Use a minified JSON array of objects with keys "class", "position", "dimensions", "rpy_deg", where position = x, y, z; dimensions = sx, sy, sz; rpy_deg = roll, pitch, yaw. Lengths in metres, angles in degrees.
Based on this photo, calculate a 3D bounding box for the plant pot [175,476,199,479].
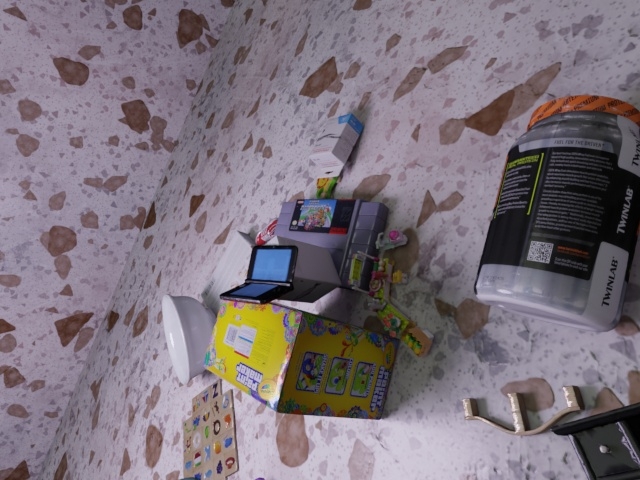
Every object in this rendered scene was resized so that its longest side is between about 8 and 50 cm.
[{"class":"plant pot","position":[-0.449,0.817,1.139],"dimensions":[0.290,0.196,0.289],"rpy_deg":[-22,60,43]}]

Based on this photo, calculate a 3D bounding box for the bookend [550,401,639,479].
[{"class":"bookend","position":[0.406,0.290,0.516],"dimensions":[0.157,0.072,0.156],"rpy_deg":[-37,47,33]}]

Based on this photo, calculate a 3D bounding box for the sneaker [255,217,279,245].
[{"class":"sneaker","position":[-0.166,-0.014,1.360],"dimensions":[0.118,0.042,0.067],"rpy_deg":[-48,39,19]}]

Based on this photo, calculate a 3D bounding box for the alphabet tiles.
[{"class":"alphabet tiles","position":[-0.341,0.617,1.274],"dimensions":[0.285,0.011,0.342],"rpy_deg":[-41,45,28]}]

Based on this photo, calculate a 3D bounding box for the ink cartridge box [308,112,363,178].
[{"class":"ink cartridge box","position":[0.037,-0.270,1.206],"dimensions":[0.104,0.060,0.180],"rpy_deg":[3,61,49]}]

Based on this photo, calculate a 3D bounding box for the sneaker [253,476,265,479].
[{"class":"sneaker","position":[-0.124,0.623,0.949],"dimensions":[0.282,0.102,0.160],"rpy_deg":[-31,47,37]}]

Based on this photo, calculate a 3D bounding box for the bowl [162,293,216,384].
[{"class":"bowl","position":[-0.415,0.305,1.376],"dimensions":[0.298,0.134,0.297],"rpy_deg":[26,122,53]}]

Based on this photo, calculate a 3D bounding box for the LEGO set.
[{"class":"LEGO set","position":[0.134,0.112,0.894],"dimensions":[0.132,0.107,0.286],"rpy_deg":[-33,49,36]}]

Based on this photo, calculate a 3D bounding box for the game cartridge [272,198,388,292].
[{"class":"game cartridge","position":[0.000,0.000,1.117],"dimensions":[0.355,0.068,0.229],"rpy_deg":[5,80,43]}]

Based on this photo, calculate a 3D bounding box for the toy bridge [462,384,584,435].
[{"class":"toy bridge","position":[0.315,0.275,0.667],"dimensions":[0.188,0.026,0.063],"rpy_deg":[-28,54,39]}]

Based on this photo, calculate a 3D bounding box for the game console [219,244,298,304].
[{"class":"game console","position":[-0.127,0.067,0.856],"dimensions":[0.144,0.124,0.085],"rpy_deg":[-2,105,42]}]

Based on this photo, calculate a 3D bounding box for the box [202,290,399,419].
[{"class":"box","position":[-0.043,0.239,0.899],"dimensions":[0.290,0.279,0.176],"rpy_deg":[3,75,51]}]

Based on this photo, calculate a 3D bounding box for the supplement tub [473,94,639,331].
[{"class":"supplement tub","position":[0.363,-0.038,0.632],"dimensions":[0.194,0.194,0.315],"rpy_deg":[8,79,51]}]

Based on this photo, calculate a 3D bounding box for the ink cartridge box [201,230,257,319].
[{"class":"ink cartridge box","position":[-0.279,0.136,1.404],"dimensions":[0.239,0.060,0.274],"rpy_deg":[39,102,46]}]

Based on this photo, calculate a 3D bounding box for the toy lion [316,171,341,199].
[{"class":"toy lion","position":[0.014,-0.166,1.239],"dimensions":[0.096,0.034,0.100],"rpy_deg":[21,89,59]}]

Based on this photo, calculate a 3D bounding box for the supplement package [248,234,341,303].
[{"class":"supplement package","position":[-0.057,0.072,0.969],"dimensions":[0.105,0.179,0.105],"rpy_deg":[-38,57,29]}]
